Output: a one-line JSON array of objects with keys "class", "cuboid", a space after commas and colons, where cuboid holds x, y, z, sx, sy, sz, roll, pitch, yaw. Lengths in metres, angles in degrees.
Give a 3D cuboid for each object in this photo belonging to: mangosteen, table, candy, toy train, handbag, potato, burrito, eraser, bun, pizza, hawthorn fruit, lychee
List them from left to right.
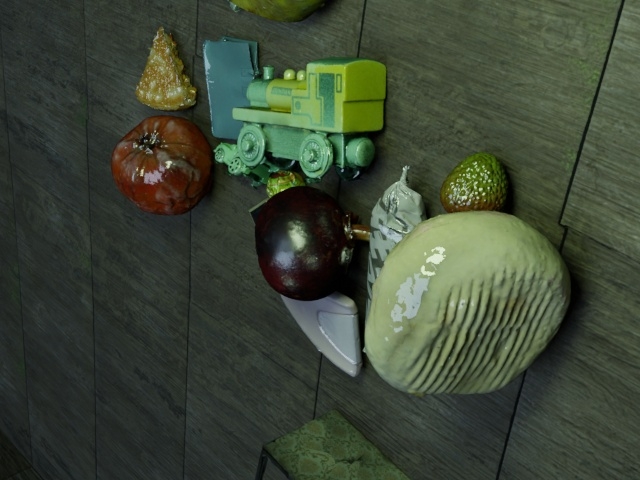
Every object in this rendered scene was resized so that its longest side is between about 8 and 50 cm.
[{"class": "pizza", "cuboid": [-0.362, -0.405, 2.172, 0.188, 0.062, 0.198, 15, 111, 31]}, {"class": "hawthorn fruit", "cuboid": [-0.355, -0.153, 2.172, 0.242, 0.242, 0.271, 38, 162, 33]}, {"class": "handbag", "cuboid": [-0.184, -0.328, 2.003, 0.144, 0.057, 0.221, 17, 118, 40]}, {"class": "toy train", "cuboid": [-0.164, -0.173, 2.024, 0.149, 0.099, 0.081, 41, 100, 40]}, {"class": "potato", "cuboid": [-0.075, -0.500, 1.741, 0.298, 0.141, 0.176, 8, 104, 56]}, {"class": "candy", "cuboid": [-0.064, -0.031, 1.990, 0.077, 0.073, 0.262, 5, 119, 20]}, {"class": "toy train", "cuboid": [-0.036, -0.243, 1.805, 0.369, 0.150, 0.237, 14, 107, 45]}, {"class": "mangosteen", "cuboid": [0.000, 0.000, 1.828, 0.262, 0.235, 0.235, -12, 98, 11]}, {"class": "eraser", "cuboid": [0.003, 0.155, 1.978, 0.243, 0.059, 0.204, 34, 143, 41]}, {"class": "table", "cuboid": [0.037, 0.605, 2.013, 0.335, 0.222, 0.272, 39, 133, 33]}, {"class": "burrito", "cuboid": [0.147, 0.064, 1.751, 0.139, 0.101, 0.445, 19, 120, 42]}, {"class": "bun", "cuboid": [0.229, 0.100, 1.527, 0.213, 0.361, 0.361, -116, 32, -47]}, {"class": "lychee", "cuboid": [0.258, -0.078, 1.552, 0.114, 0.114, 0.146, 32, 109, 37]}]

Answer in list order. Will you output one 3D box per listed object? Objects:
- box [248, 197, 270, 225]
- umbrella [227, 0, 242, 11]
[{"class": "box", "cuboid": [-0.114, -0.046, 2.054, 0.079, 0.035, 0.083, -30, 82, 50]}, {"class": "umbrella", "cuboid": [-0.214, -0.563, 1.946, 0.188, 0.046, 0.050, 57, 157, 11]}]
